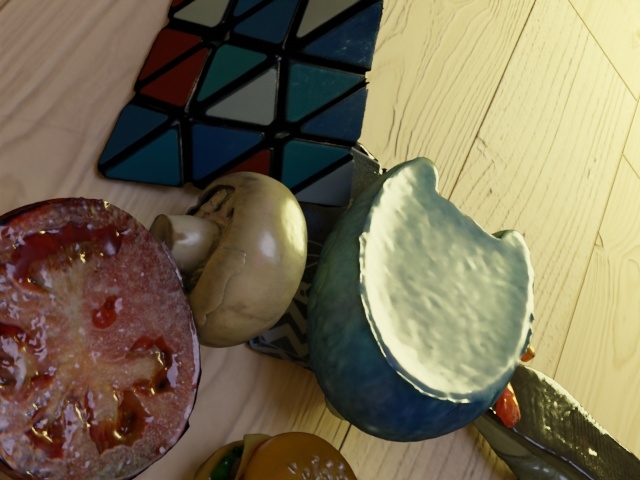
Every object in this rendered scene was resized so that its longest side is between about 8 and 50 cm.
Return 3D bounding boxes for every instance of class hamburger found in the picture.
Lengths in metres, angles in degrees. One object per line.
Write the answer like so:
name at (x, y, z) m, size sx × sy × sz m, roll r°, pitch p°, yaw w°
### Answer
hamburger at (-0.033, 0.235, 1.014) m, size 0.162 × 0.115 × 0.162 m, roll 22°, pitch 59°, yaw -43°

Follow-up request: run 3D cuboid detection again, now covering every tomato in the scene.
tomato at (-0.194, 0.082, 0.921) m, size 0.225 × 0.085 × 0.225 m, roll 19°, pitch 64°, yaw -46°

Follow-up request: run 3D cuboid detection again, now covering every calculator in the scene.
calculator at (0.000, 0.000, 1.214) m, size 0.165 × 0.028 × 0.274 m, roll 29°, pitch 53°, yaw -34°

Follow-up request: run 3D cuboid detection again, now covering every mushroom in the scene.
mushroom at (-0.082, 0.012, 1.030) m, size 0.122 × 0.154 × 0.154 m, roll 22°, pitch 58°, yaw -24°

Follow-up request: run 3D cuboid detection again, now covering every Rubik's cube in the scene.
Rubik's cube at (-0.108, -0.169, 1.134) m, size 0.250 × 0.284 × 0.234 m, roll -18°, pitch 59°, yaw -12°

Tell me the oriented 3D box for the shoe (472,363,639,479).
shoe at (0.251, 0.239, 1.350) m, size 0.275 × 0.098 × 0.103 m, roll 43°, pitch 38°, yaw -4°

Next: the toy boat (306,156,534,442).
toy boat at (0.084, 0.065, 1.180) m, size 0.215 × 0.123 × 0.330 m, roll 39°, pitch 38°, yaw -13°

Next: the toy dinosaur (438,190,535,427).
toy dinosaur at (0.136, 0.064, 1.306) m, size 0.117 × 0.070 × 0.288 m, roll -9°, pitch 69°, yaw -31°
